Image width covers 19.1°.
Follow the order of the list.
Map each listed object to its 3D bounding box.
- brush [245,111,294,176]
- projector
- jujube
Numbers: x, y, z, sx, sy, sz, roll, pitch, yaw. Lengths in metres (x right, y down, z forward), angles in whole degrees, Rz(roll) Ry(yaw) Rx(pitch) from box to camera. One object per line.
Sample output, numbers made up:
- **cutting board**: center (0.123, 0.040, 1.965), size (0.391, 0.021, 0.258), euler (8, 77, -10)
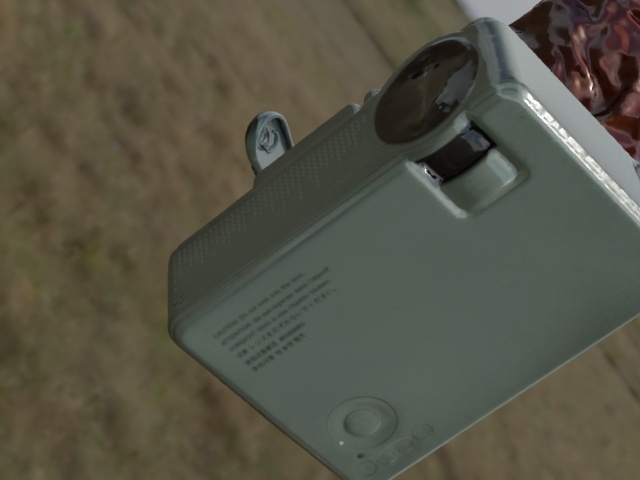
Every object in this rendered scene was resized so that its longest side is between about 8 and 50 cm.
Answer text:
- **brush**: center (0.000, 0.000, 1.692), size (0.060, 0.068, 0.297), euler (19, -31, 31)
- **projector**: center (0.059, 0.009, 1.117), size (0.192, 0.256, 0.099), euler (41, 24, -31)
- **jujube**: center (0.241, -0.125, 1.635), size (0.213, 0.232, 0.213), euler (52, -1, 1)
